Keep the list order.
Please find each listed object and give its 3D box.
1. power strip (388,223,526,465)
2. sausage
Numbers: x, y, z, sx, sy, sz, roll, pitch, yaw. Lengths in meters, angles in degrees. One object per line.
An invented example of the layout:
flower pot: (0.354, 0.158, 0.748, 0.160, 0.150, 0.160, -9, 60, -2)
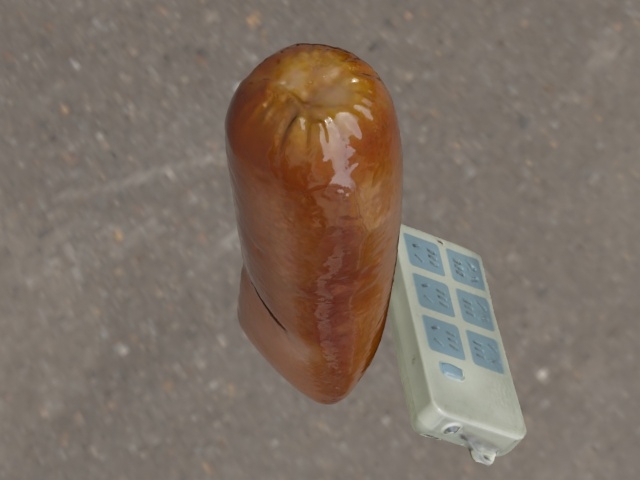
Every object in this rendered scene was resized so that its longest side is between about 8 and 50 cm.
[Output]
power strip: (0.086, 0.068, 1.313, 0.081, 0.192, 0.035, 22, 127, -29)
sausage: (0.000, 0.000, 1.002, 0.083, 0.089, 0.300, -45, 161, -20)
